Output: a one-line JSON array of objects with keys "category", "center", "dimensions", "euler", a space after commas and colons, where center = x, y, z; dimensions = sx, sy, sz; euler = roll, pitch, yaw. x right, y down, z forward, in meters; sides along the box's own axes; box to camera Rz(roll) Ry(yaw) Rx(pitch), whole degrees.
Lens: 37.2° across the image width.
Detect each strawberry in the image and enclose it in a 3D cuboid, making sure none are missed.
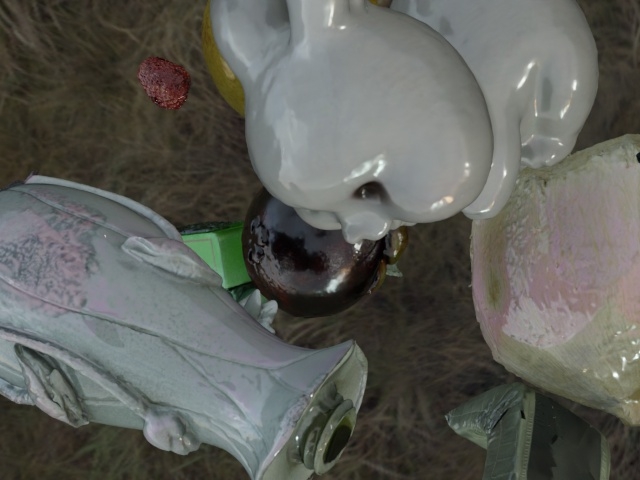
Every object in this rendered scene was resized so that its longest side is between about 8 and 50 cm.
[{"category": "strawberry", "center": [-0.266, -0.272, 1.624], "dimensions": [0.096, 0.083, 0.083], "euler": [28, 97, -10]}]

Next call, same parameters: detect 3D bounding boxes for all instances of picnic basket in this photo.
[{"category": "picnic basket", "center": [0.114, 0.047, 1.755], "dimensions": [0.083, 0.065, 0.083], "euler": [34, 90, 20]}]

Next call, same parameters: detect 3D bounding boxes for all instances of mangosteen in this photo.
[{"category": "mangosteen", "center": [0.000, 0.000, 1.197], "dimensions": [0.210, 0.210, 0.210], "euler": [-1, 86, 19]}]

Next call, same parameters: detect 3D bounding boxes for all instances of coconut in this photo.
[{"category": "coconut", "center": [0.415, 0.080, 1.349], "dimensions": [0.404, 0.404, 0.404], "euler": [-1, 86, 19]}]

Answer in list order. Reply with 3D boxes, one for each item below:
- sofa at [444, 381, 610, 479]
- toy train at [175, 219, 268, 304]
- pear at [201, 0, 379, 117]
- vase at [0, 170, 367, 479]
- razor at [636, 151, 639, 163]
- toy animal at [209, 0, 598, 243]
[{"category": "sofa", "center": [0.298, 0.353, 1.404], "dimensions": [0.176, 0.210, 0.225], "euler": [-39, 28, 44]}, {"category": "toy train", "center": [-0.184, 0.065, 1.526], "dimensions": [0.243, 0.132, 0.188], "euler": [-6, 95, 43]}, {"category": "pear", "center": [-0.036, -0.240, 1.094], "dimensions": [0.209, 0.209, 0.209], "euler": [-1, 86, 19]}, {"category": "vase", "center": [-0.172, 0.105, 0.981], "dimensions": [0.445, 0.250, 0.250], "euler": [24, 95, 20]}, {"category": "razor", "center": [0.441, -0.123, 1.109], "dimensions": [0.190, 0.066, 0.033], "euler": [-19, 104, -24]}, {"category": "toy animal", "center": [0.045, -0.094, 0.496], "dimensions": [0.127, 0.193, 0.178], "euler": [-7, 92, 55]}]
